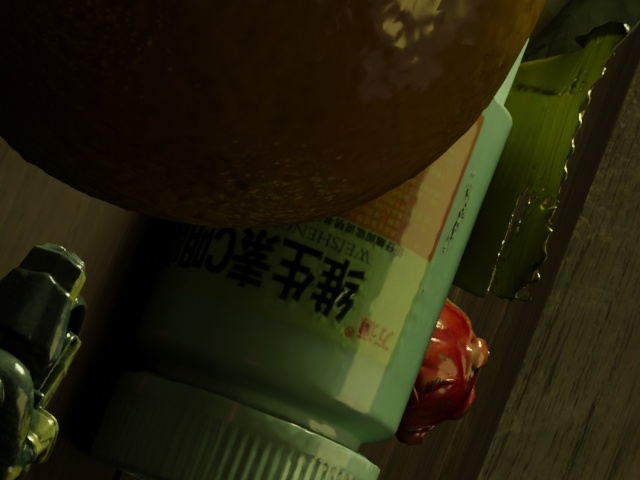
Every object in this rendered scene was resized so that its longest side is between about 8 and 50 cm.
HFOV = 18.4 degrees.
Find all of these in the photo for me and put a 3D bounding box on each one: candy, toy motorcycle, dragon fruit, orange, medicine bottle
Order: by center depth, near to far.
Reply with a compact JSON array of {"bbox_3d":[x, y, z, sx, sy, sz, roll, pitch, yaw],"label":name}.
[{"bbox_3d":[-0.029,-0.114,0.657,0.236,0.236,0.236,19,90,-78],"label":"orange"},{"bbox_3d":[-0.152,0.087,0.796,0.193,0.061,0.124,-58,172,-17],"label":"toy motorcycle"},{"bbox_3d":[0.000,0.000,1.103,0.158,0.158,0.318,61,50,-74],"label":"medicine bottle"},{"bbox_3d":[0.070,-0.047,1.241,0.297,0.081,0.187,-6,-120,61],"label":"candy"},{"bbox_3d":[0.076,0.100,1.661,0.166,0.133,0.136,57,43,-62],"label":"dragon fruit"}]

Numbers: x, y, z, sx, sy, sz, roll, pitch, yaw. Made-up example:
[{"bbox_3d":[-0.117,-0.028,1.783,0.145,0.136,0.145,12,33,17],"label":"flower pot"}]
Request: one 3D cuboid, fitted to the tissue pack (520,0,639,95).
[{"bbox_3d":[0.177,-0.211,1.320,0.159,0.145,0.229,5,130,-46],"label":"tissue pack"}]
